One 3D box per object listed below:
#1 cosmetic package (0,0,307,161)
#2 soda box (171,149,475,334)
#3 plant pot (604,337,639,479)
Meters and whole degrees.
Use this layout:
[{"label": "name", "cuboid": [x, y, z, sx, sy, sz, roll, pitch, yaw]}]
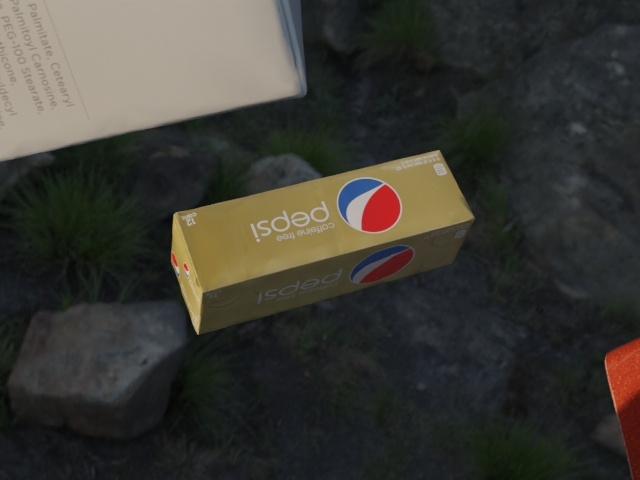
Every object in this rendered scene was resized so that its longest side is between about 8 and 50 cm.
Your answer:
[{"label": "cosmetic package", "cuboid": [-0.238, -0.296, 0.929, 0.393, 0.327, 0.329, -12, 30, 4]}, {"label": "soda box", "cuboid": [0.000, 0.000, 0.632, 0.181, 0.061, 0.058, -15, 63, -18]}, {"label": "plant pot", "cuboid": [0.333, 0.145, 0.470, 0.267, 0.236, 0.267, 29, 37, -25]}]
